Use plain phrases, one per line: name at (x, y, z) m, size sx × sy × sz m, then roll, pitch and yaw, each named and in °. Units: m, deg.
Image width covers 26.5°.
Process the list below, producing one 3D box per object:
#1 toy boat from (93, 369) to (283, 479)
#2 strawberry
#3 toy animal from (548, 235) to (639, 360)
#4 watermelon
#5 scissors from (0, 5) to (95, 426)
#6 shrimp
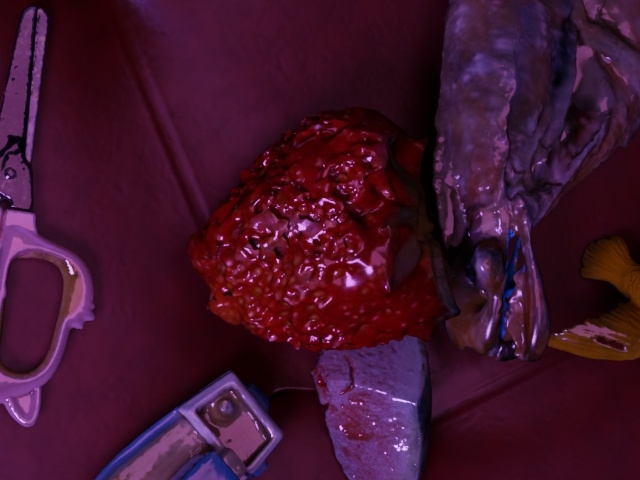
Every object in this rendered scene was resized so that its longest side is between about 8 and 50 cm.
toy boat at (-0.111, 0.185, 1.011) m, size 0.215 × 0.102 × 0.088 m, roll -41°, pitch 96°, yaw -17°
strawberry at (0.000, 0.000, 1.038) m, size 0.201 × 0.187 × 0.184 m, roll -15°, pitch 47°, yaw 6°
toy animal at (0.301, 0.052, 1.160) m, size 0.155 × 0.095 × 0.219 m, roll 44°, pitch 87°, yaw -8°
watermelon at (0.051, 0.141, 1.099) m, size 0.094 × 0.081 × 0.180 m, roll -15°, pitch 85°, yaw 6°
scissors at (-0.238, -0.024, 1.026) m, size 0.160 × 0.024 × 0.318 m, roll 10°, pitch 82°, yaw -16°
shrimp at (0.187, -0.114, 1.145) m, size 0.221 × 0.110 × 0.446 m, roll 21°, pitch 75°, yaw -24°
